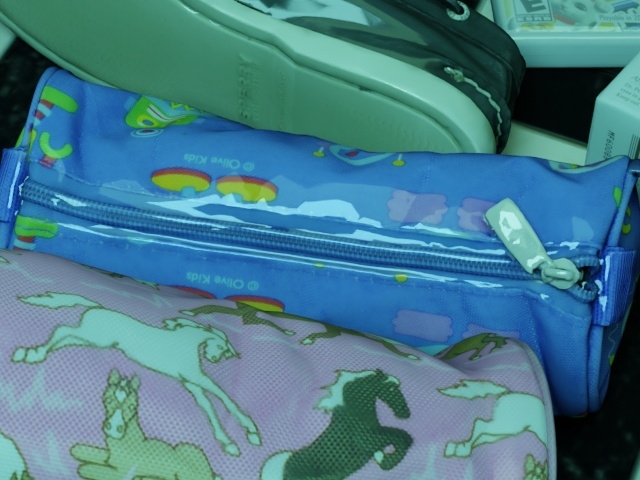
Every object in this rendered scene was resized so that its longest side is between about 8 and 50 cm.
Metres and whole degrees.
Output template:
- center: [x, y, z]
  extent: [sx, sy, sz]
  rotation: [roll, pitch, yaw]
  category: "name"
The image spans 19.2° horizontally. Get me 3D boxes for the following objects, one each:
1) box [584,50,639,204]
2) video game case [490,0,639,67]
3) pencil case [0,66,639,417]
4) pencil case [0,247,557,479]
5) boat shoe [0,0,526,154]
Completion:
- center: [0.191, -0.039, 0.921]
  extent: [0.101, 0.102, 0.087]
  rotation: [30, 57, 21]
  category: "box"
- center: [0.204, -0.180, 1.086]
  extent: [0.227, 0.026, 0.206]
  rotation: [-1, 51, -4]
  category: "video game case"
- center: [0.000, 0.000, 0.862]
  extent: [0.306, 0.133, 0.119]
  rotation: [9, 84, 5]
  category: "pencil case"
- center: [-0.101, 0.072, 0.719]
  extent: [0.386, 0.160, 0.167]
  rotation: [14, 49, -13]
  category: "pencil case"
- center: [-0.047, -0.135, 0.972]
  extent: [0.340, 0.127, 0.113]
  rotation: [25, 52, 14]
  category: "boat shoe"
